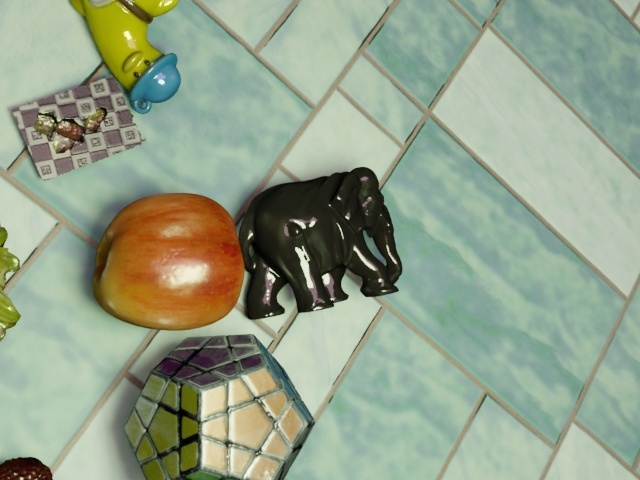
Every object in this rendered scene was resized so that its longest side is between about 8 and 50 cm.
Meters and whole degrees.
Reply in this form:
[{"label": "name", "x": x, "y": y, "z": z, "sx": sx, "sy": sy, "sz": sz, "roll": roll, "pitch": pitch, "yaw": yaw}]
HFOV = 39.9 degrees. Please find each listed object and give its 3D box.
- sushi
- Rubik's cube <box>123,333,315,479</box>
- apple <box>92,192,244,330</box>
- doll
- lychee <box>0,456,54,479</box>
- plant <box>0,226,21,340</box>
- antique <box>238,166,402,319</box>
[{"label": "sushi", "x": -0.429, "y": -0.199, "z": 1.571, "sx": 0.201, "sy": 0.031, "sz": 0.139, "roll": -24, "pitch": 92, "yaw": -24}, {"label": "Rubik's cube", "x": -0.165, "y": 0.312, "z": 1.480, "sx": 0.264, "sy": 0.319, "sz": 0.319, "roll": -34, "pitch": 98, "yaw": -1}, {"label": "apple", "x": -0.261, "y": 0.036, "z": 1.501, "sx": 0.241, "sy": 0.242, "sz": 0.242, "roll": 0, "pitch": 81, "yaw": -24}, {"label": "doll", "x": -0.350, "y": -0.410, "z": 1.600, "sx": 0.199, "sy": 0.145, "sz": 0.363, "roll": -8, "pitch": 94, "yaw": 8}, {"label": "lychee", "x": -0.478, "y": 0.404, "z": 1.399, "sx": 0.129, "sy": 0.123, "sz": 0.123, "roll": -3, "pitch": 81, "yaw": 8}, {"label": "plant", "x": -0.590, "y": 0.007, "z": 1.374, "sx": 0.306, "sy": 0.297, "sz": 0.261, "roll": 32, "pitch": 37, "yaw": -2}, {"label": "antique", "x": 0.000, "y": 0.000, "z": 1.662, "sx": 0.322, "sy": 0.185, "sz": 0.255, "roll": -9, "pitch": 86, "yaw": -23}]
